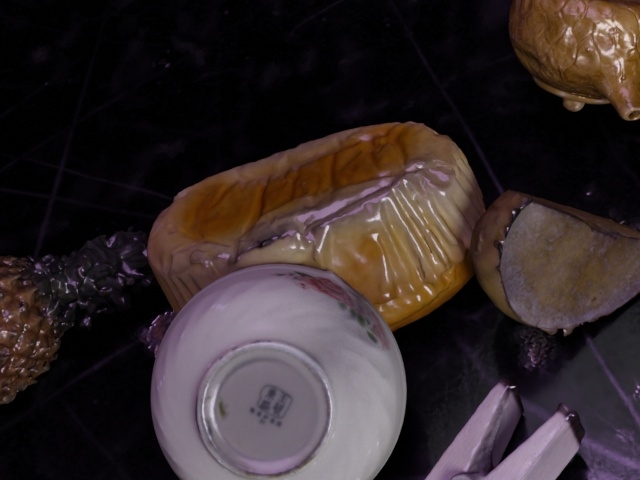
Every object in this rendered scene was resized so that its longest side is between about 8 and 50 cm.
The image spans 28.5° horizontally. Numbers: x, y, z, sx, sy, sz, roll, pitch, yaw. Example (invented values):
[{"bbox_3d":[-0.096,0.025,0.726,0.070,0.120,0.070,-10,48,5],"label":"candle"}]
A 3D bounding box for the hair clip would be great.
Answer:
[{"bbox_3d":[0.129,0.287,1.260,0.101,0.085,0.331,31,70,33],"label":"hair clip"}]

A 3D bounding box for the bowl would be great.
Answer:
[{"bbox_3d":[-0.049,0.162,1.283,0.277,0.145,0.277,0,92,5],"label":"bowl"}]

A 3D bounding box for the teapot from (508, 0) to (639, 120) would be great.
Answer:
[{"bbox_3d":[0.321,-0.240,1.540,0.203,0.167,0.311,0,32,-17],"label":"teapot"}]

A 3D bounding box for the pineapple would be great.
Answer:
[{"bbox_3d":[-0.364,0.080,1.486,0.362,0.202,0.202,-27,53,-13],"label":"pineapple"}]

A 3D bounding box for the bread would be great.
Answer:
[{"bbox_3d":[-0.001,0.009,1.453,0.388,0.183,0.236,-16,37,13],"label":"bread"}]

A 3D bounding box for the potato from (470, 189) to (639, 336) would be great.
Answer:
[{"bbox_3d":[0.254,0.026,1.383,0.098,0.243,0.138,34,105,56],"label":"potato"}]
